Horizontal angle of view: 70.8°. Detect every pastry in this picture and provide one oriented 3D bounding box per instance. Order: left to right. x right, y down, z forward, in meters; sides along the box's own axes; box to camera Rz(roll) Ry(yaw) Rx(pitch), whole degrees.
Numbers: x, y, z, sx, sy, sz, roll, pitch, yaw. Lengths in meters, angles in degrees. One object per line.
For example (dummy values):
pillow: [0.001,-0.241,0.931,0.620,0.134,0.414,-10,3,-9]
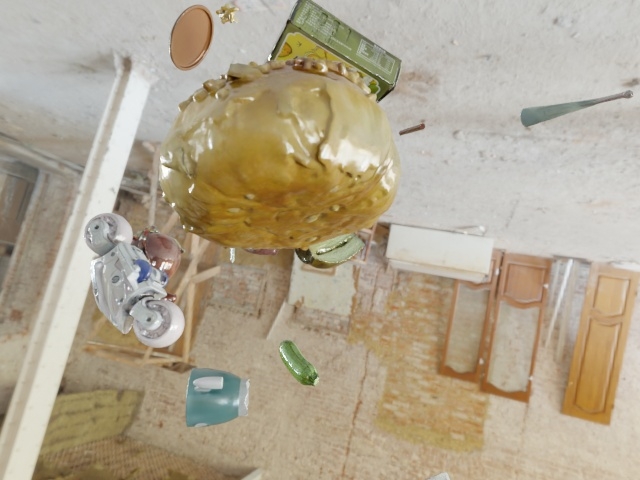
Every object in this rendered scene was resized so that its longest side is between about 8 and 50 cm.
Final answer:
pastry: [-0.046,-0.107,0.568,0.285,0.184,0.316,-21,160,24]

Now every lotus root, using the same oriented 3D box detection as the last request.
lotus root: [0.001,0.015,1.848,0.267,0.260,0.149,46,138,2]

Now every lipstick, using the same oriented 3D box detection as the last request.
lipstick: [0.377,-0.461,1.877,0.027,0.027,0.176,16,179,-21]

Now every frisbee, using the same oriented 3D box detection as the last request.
frisbee: [-0.493,-0.774,1.724,0.021,0.250,0.251,31,174,12]

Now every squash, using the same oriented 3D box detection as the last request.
squash: [-0.078,0.416,1.524,0.219,0.077,0.068,36,166,46]

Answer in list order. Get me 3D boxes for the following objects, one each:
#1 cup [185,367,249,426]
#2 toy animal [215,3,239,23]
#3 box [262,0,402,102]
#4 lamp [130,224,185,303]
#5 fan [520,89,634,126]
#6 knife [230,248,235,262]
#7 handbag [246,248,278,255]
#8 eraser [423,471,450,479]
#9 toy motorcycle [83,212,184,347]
cup: [-0.301,0.469,1.344,0.173,0.167,0.299,4,145,-7]
toy animal: [-0.258,-0.650,1.284,0.081,0.083,0.060,-24,112,27]
box: [0.021,-0.608,1.632,0.421,0.138,0.373,26,158,-17]
lamp: [-0.474,0.076,1.259,0.151,0.223,0.215,7,144,14]
fan: [0.715,-0.383,1.273,0.282,0.057,0.023,-8,-173,37]
knife: [-0.390,-0.070,2.004,0.027,0.342,0.061,3,171,-18]
handbag: [-0.233,-0.053,1.795,0.147,0.224,0.135,16,-179,39]
eraser: [0.214,0.484,0.874,0.083,0.038,0.019,-35,138,22]
toy motorcycle: [-0.308,0.066,0.711,0.254,0.112,0.112,51,-176,19]
